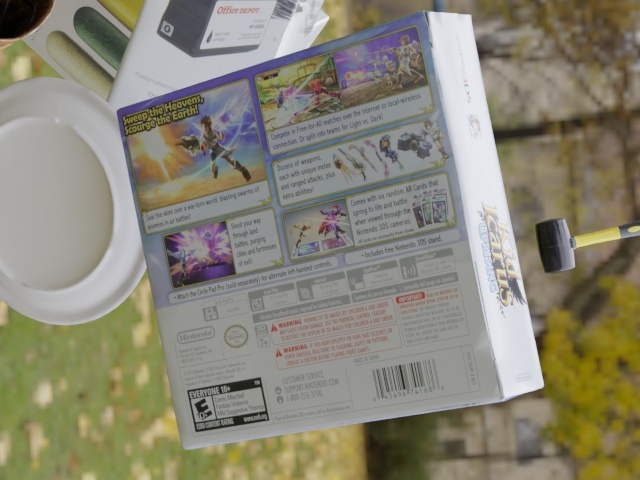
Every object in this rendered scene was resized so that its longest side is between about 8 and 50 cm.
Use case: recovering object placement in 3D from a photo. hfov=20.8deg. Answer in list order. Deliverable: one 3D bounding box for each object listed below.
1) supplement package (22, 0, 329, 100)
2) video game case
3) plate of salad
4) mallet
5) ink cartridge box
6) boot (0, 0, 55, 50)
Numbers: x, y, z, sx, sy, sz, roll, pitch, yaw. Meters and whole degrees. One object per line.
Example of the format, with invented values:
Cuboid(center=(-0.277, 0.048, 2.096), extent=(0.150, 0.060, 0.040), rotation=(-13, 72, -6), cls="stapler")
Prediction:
Cuboid(center=(-0.175, -0.254, 2.052), extent=(0.199, 0.262, 0.198), rotation=(-52, 172, 34), cls="supplement package")
Cuboid(center=(0.000, 0.000, 1.156), extent=(0.061, 0.269, 0.244), rotation=(-9, 87, -54), cls="video game case")
Cuboid(center=(-0.210, -0.032, 1.395), extent=(0.048, 0.199, 0.200), rotation=(-19, 106, -60), cls="plate of salad")
Cuboid(center=(0.330, -0.017, 1.987), extent=(0.062, 0.189, 0.039), rotation=(71, -18, 0), cls="mallet")
Cuboid(center=(-0.074, -0.198, 1.504), extent=(0.223, 0.129, 0.307), rotation=(-56, 168, -81), cls="ink cartridge box")
Cuboid(center=(-0.363, -0.235, 1.797), extent=(0.109, 0.220, 0.283), rotation=(65, 32, -11), cls="boot")
